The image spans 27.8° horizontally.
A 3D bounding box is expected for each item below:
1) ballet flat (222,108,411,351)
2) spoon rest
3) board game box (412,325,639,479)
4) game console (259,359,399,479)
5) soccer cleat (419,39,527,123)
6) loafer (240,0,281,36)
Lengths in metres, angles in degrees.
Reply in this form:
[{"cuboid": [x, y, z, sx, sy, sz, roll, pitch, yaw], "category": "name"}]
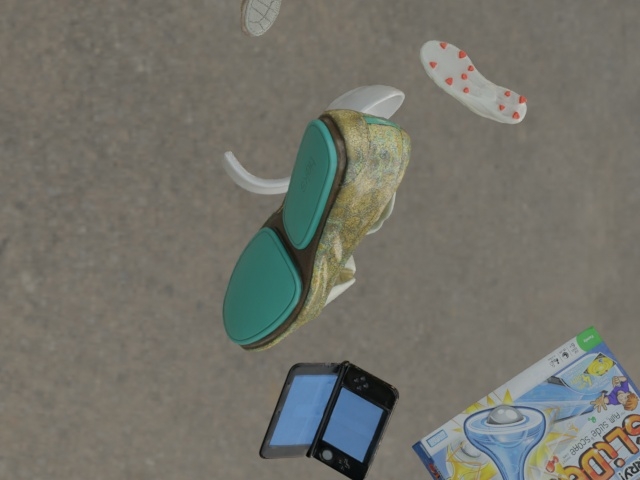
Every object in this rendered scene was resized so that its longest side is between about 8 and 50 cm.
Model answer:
[{"cuboid": [0.000, 0.000, 1.346, 0.123, 0.123, 0.348, -44, 167, -45], "category": "ballet flat"}, {"cuboid": [0.001, -0.139, 1.830, 0.276, 0.137, 0.084, -26, 80, -12], "category": "spoon rest"}, {"cuboid": [0.202, 0.185, 1.161, 0.201, 0.035, 0.136, -31, 79, -18], "category": "board game box"}, {"cuboid": [0.011, 0.230, 1.619, 0.085, 0.124, 0.144, -25, 139, -61], "category": "game console"}, {"cuboid": [0.223, -0.233, 1.960, 0.196, 0.076, 0.068, 31, 78, -16], "category": "soccer cleat"}, {"cuboid": [-0.072, -0.301, 1.582, 0.045, 0.039, 0.125, 34, 65, -36], "category": "loafer"}]
